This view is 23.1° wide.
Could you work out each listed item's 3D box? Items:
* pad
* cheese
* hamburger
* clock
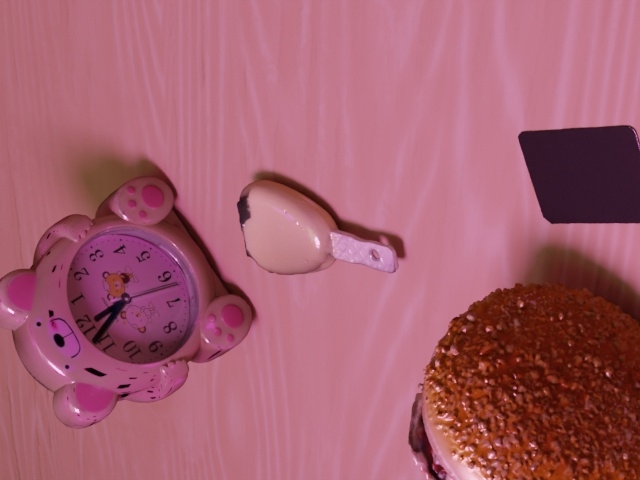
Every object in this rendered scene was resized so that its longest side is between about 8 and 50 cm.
[{"bbox_3d":[0.283,-0.067,1.656,0.157,0.003,0.112,1,117,48],"label":"pad"},{"bbox_3d":[0.000,0.000,1.983,0.251,0.054,0.127,16,128,40],"label":"cheese"},{"bbox_3d":[0.244,0.187,1.660,0.302,0.302,0.170,45,159,14],"label":"hamburger"},{"bbox_3d":[-0.278,0.090,2.148,0.284,0.309,0.114,57,146,-2],"label":"clock"}]
